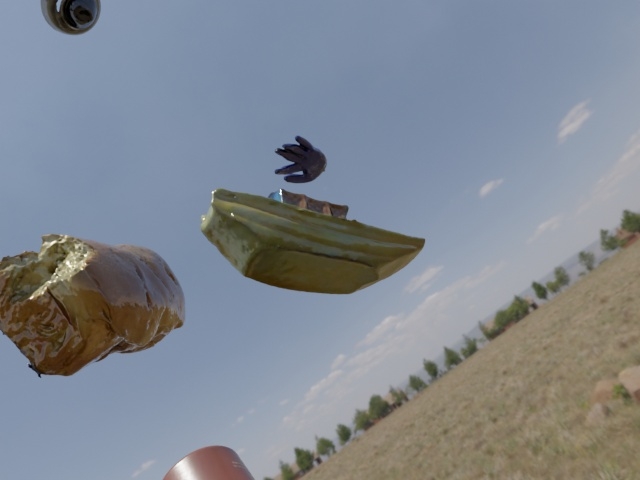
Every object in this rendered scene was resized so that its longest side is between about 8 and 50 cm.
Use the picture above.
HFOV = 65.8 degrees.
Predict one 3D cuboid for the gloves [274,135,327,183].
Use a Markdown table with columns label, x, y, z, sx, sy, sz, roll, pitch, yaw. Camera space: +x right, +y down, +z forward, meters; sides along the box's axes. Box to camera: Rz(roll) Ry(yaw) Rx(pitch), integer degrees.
| label | x | y | z | sx | sy | sz | roll | pitch | yaw |
| --- | --- | --- | --- | --- | --- | --- | --- | --- | --- |
| gloves | -0.029 | -0.106 | 0.677 | 0.086 | 0.026 | 0.064 | 22 | -75 | -51 |

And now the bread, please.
| label | x | y | z | sx | sy | sz | roll | pitch | yaw |
| --- | --- | --- | --- | --- | --- | --- | --- | --- | --- |
| bread | -0.322 | 0.087 | 0.756 | 0.149 | 0.195 | 0.344 | -45 | -4 | -2 |

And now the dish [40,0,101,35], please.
| label | x | y | z | sx | sy | sz | roll | pitch | yaw |
| --- | --- | --- | --- | --- | --- | --- | --- | --- | --- |
| dish | -0.552 | -0.528 | 1.134 | 0.141 | 0.078 | 0.141 | -44 | -22 | -24 |

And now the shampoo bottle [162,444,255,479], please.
| label | x | y | z | sx | sy | sz | roll | pitch | yaw |
| --- | --- | --- | --- | --- | --- | --- | --- | --- | --- |
| shampoo bottle | -0.046 | 0.261 | 0.367 | 0.085 | 0.244 | 0.085 | -15 | -62 | -30 |

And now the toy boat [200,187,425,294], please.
| label | x | y | z | sx | sy | sz | roll | pitch | yaw |
| --- | --- | --- | --- | --- | --- | --- | --- | --- | --- |
| toy boat | 0.000 | 0.000 | 0.364 | 0.172 | 0.066 | 0.065 | 13 | -41 | -20 |
